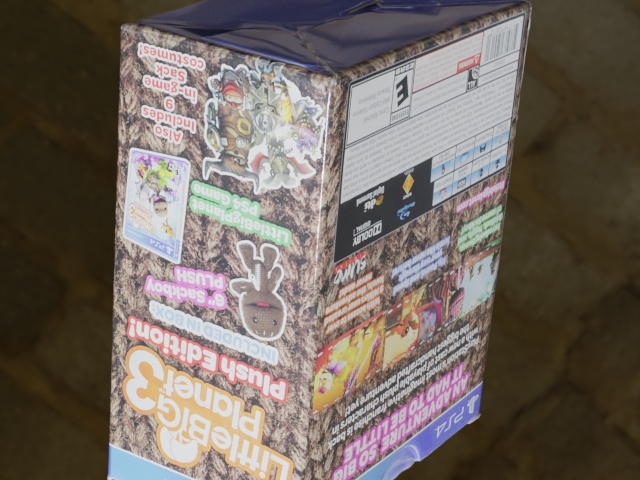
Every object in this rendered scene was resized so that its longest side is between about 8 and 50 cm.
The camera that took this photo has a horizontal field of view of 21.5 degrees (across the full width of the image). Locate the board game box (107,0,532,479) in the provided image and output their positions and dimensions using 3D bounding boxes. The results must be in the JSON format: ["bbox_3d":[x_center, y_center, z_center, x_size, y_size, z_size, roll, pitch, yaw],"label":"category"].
[{"bbox_3d":[0.000,0.000,1.018,0.141,0.291,0.232,18,-155,28],"label":"board game box"}]
